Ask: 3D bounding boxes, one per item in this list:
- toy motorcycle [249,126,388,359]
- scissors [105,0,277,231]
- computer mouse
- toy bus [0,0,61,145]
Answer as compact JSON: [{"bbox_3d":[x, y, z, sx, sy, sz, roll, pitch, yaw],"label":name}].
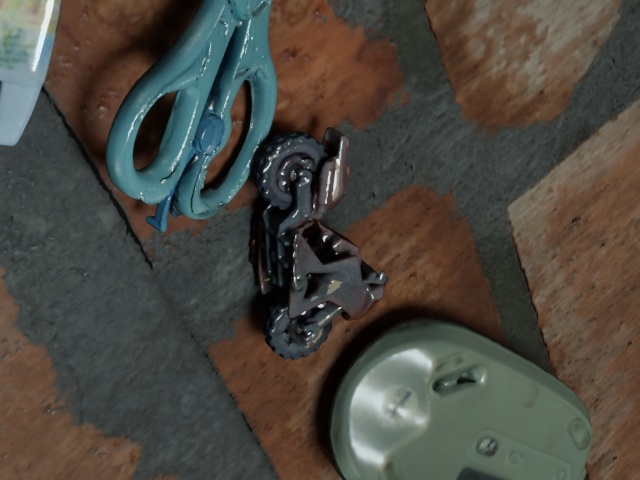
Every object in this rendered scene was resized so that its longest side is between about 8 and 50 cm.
[{"bbox_3d":[0.000,0.000,1.124,0.118,0.084,0.212,-16,121,-24],"label":"toy motorcycle"},{"bbox_3d":[-0.053,-0.185,0.978,0.180,0.032,0.393,-2,117,-61],"label":"scissors"},{"bbox_3d":[0.141,0.193,1.321,0.331,0.095,0.197,29,93,-36],"label":"computer mouse"},{"bbox_3d":[-0.311,-0.143,0.709,0.330,0.109,0.136,8,109,-21],"label":"toy bus"}]
